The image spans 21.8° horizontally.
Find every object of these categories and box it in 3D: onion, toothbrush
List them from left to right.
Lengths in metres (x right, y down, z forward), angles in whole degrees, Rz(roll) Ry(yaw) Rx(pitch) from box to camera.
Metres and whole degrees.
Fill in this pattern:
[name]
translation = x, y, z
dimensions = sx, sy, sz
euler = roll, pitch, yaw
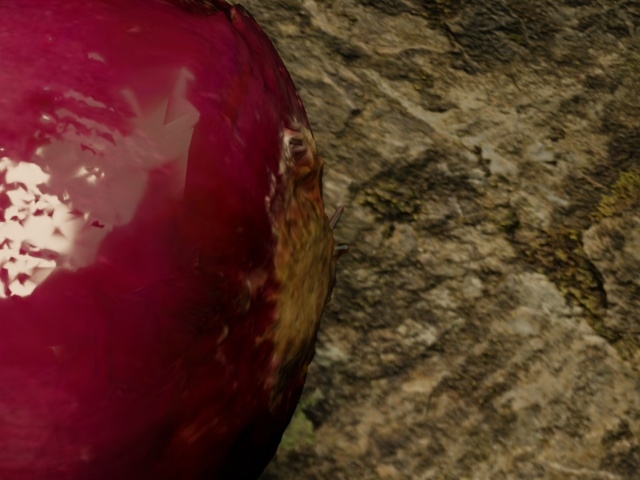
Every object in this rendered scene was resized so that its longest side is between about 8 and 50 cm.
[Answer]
[onion]
translation = -0.187, 0.014, 0.869
dimensions = 0.385, 0.348, 0.348
euler = 5, 36, 14
[toothbrush]
translation = 0.000, 0.000, 1.231
dimensions = 0.008, 0.006, 0.097
euler = 32, 38, 0
